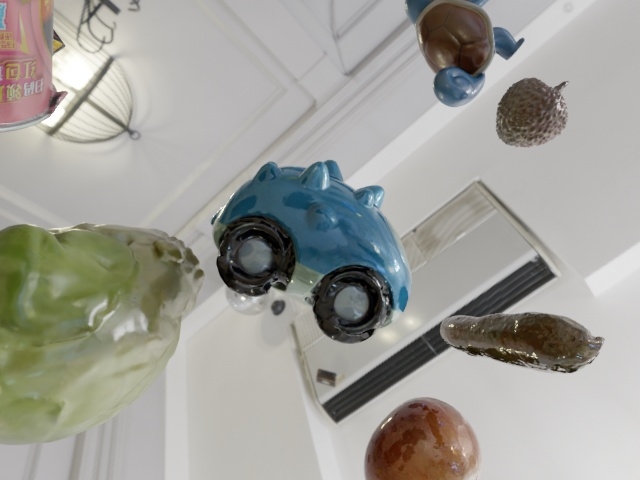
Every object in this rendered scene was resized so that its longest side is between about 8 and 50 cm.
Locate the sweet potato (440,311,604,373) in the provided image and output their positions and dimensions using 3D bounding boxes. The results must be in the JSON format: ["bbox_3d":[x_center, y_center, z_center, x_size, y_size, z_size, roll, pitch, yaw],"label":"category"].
[{"bbox_3d":[0.242,0.133,0.633,0.075,0.075,0.273,-65,-163,-17],"label":"sweet potato"}]

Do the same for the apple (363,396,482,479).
[{"bbox_3d":[0.167,0.357,0.738,0.201,0.201,0.162,-53,-134,-1],"label":"apple"}]

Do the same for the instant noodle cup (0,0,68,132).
[{"bbox_3d":[-0.346,-0.259,0.412,0.255,0.244,0.243,-58,-150,31],"label":"instant noodle cup"}]

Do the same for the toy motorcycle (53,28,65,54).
[{"bbox_3d":[-0.681,-0.365,0.959,0.263,0.090,0.157,-33,-171,4],"label":"toy motorcycle"}]

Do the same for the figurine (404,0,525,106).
[{"bbox_3d":[0.369,-0.522,1.258,0.298,0.243,0.415,125,-40,-62],"label":"figurine"}]

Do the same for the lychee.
[{"bbox_3d":[0.500,-0.305,1.086,0.197,0.165,0.165,-44,-143,18],"label":"lychee"}]

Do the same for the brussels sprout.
[{"bbox_3d":[-0.300,0.095,0.537,0.242,0.317,0.273,48,-65,9],"label":"brussels sprout"}]

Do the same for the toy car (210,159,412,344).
[{"bbox_3d":[0.000,0.000,0.568,0.189,0.255,0.188,-62,180,-2],"label":"toy car"}]
